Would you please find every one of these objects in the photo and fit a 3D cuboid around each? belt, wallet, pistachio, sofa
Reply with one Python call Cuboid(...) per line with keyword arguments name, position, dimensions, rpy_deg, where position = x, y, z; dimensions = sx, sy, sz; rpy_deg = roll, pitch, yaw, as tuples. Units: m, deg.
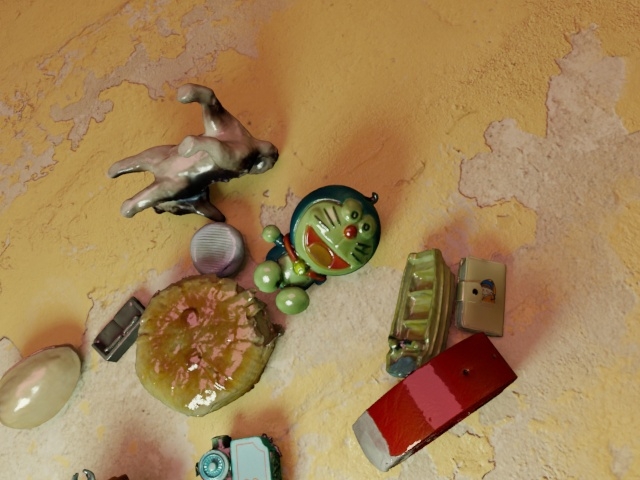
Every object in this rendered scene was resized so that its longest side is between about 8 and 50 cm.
Cuboid(name="belt", position=(0.208, 0.306, 1.108), dimensions=(0.323, 0.227, 0.115), rpy_deg=(-35, 65, -1))
Cuboid(name="wallet", position=(0.334, 0.117, 1.229), dimensions=(0.110, 0.039, 0.155), rpy_deg=(14, 72, -15))
Cuboid(name="pistachio", position=(-0.658, 0.337, 1.372), dimensions=(0.152, 0.126, 0.223), rpy_deg=(40, 78, -11))
Cuboid(name="sofa", position=(-0.479, 0.209, 1.403), dimensions=(0.085, 0.060, 0.147), rpy_deg=(39, 84, 23))

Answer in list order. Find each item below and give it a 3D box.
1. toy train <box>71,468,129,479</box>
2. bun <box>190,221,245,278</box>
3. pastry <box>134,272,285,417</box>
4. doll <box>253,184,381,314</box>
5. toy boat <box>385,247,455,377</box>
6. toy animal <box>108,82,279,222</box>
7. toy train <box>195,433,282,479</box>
Cuboid(name="toy train", position=(-0.405, 0.661, 1.143), dimensions=(0.249, 0.178, 0.429), rpy_deg=(-36, 76, 42))
Cuboid(name="bun", position=(-0.238, 0.025, 1.398), dimensions=(0.140, 0.083, 0.141), rpy_deg=(-3, 79, 18))
Cuboid(name="pastry", position=(-0.259, 0.222, 1.302), dimensions=(0.329, 0.136, 0.330), rpy_deg=(-4, 72, 13))
Cuboid(name="doll", position=(0.000, 0.001, 1.291), dimensions=(0.322, 0.186, 0.198), rpy_deg=(-35, 109, 12))
Cuboid(name="toy boat", position=(0.210, 0.157, 1.221), dimensions=(0.111, 0.084, 0.276), rpy_deg=(-12, 56, 49))
Cuboid(name="toy animal", position=(-0.285, -0.162, 1.409), dimensions=(0.344, 0.302, 0.194), rpy_deg=(-36, 59, 26))
Cuboid(name="toy train", position=(-0.159, 0.498, 1.196), dimensions=(0.163, 0.112, 0.203), rpy_deg=(-10, 71, 5))
